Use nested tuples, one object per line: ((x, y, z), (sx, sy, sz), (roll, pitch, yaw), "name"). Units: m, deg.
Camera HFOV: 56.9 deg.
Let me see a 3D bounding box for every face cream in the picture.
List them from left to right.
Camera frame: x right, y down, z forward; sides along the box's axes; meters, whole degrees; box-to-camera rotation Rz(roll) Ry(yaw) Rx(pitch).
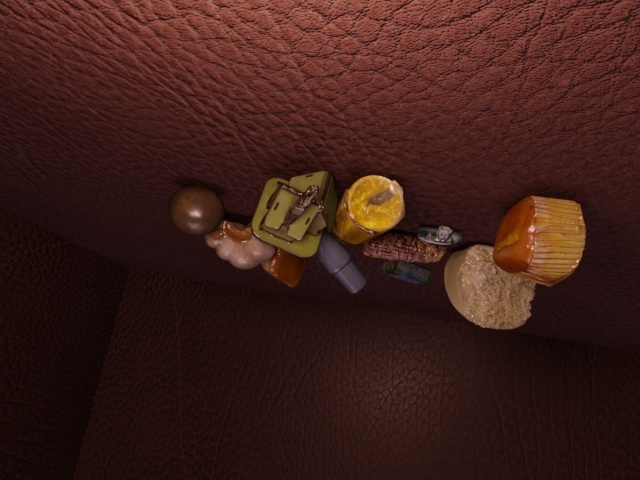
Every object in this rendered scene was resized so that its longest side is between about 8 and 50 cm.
((0.000, 0.000, 1.806), (0.385, 0.086, 0.135), (50, 168, -7), "face cream")

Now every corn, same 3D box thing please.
((0.284, 0.023, 2.005), (0.289, 0.098, 0.098), (6, 166, 8), "corn")

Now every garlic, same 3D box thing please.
((-0.306, 0.012, 2.238), (0.280, 0.185, 0.203), (9, -178, 4), "garlic")

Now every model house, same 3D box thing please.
((-0.035, -0.119, 1.550), (0.204, 0.218, 0.279), (23, 147, -13), "model house")

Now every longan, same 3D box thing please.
((-0.399, -0.103, 1.920), (0.184, 0.159, 0.204), (24, -152, 14), "longan")

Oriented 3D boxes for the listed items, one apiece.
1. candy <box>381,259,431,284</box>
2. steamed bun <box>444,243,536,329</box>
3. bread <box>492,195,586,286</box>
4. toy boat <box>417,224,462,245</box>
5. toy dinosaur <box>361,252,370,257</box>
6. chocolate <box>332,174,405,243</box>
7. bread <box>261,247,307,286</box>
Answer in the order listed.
((0.357, 0.131, 2.444), (0.194, 0.062, 0.097), (19, 165, -30), "candy")
((0.573, 0.173, 2.023), (0.290, 0.272, 0.273), (19, 165, -17), "steamed bun")
((0.535, 0.003, 1.492), (0.156, 0.204, 0.288), (6, 171, 1), "bread")
((0.374, -0.019, 1.850), (0.140, 0.059, 0.066), (11, 140, 7), "toy boat")
((0.209, 0.055, 2.326), (0.113, 0.026, 0.041), (6, 162, -18), "toy dinosaur")
((0.101, -0.057, 1.685), (0.162, 0.162, 0.445), (13, 169, -7), "chocolate")
((-0.148, 0.083, 2.414), (0.121, 0.174, 0.245), (10, 160, 24), "bread")
